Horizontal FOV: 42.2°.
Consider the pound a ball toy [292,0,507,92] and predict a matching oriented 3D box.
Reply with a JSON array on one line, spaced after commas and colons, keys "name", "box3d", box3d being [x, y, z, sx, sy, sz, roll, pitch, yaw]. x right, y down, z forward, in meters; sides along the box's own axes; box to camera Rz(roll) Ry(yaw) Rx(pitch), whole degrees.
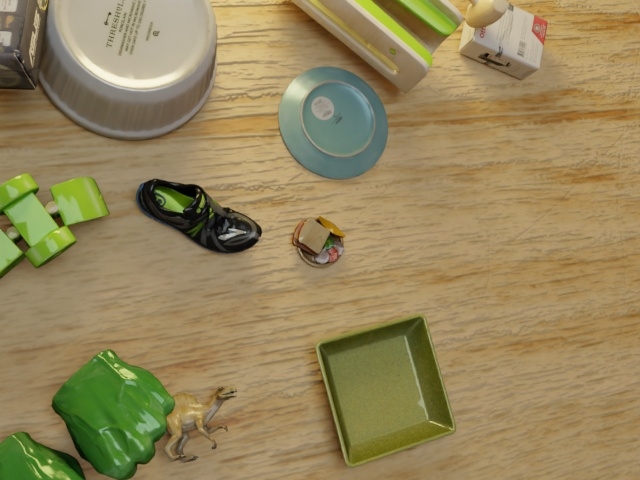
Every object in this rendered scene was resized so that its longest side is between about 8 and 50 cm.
[{"name": "pound a ball toy", "box3d": [0.110, -0.384, 1.327, 0.319, 0.136, 0.208, 37, 69, -9]}]

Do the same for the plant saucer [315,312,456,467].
[{"name": "plant saucer", "box3d": [0.091, 0.222, 1.247, 0.188, 0.045, 0.188, -12, 84, -22]}]

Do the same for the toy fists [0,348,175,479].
[{"name": "toy fists", "box3d": [-0.309, 0.278, 1.053, 0.142, 0.096, 0.279, 40, 69, 17]}]

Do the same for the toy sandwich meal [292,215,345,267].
[{"name": "toy sandwich meal", "box3d": [0.000, 0.000, 1.267, 0.085, 0.029, 0.086, 4, 78, -19]}]

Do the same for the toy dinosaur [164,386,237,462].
[{"name": "toy dinosaur", "box3d": [-0.197, 0.257, 1.142, 0.183, 0.053, 0.093, -15, 67, -10]}]

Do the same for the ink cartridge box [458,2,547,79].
[{"name": "ink cartridge box", "box3d": [0.316, -0.353, 1.438, 0.135, 0.056, 0.099, 19, 73, -16]}]

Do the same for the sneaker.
[{"name": "sneaker", "box3d": [-0.172, -0.035, 1.186, 0.188, 0.078, 0.067, 25, 72, -14]}]

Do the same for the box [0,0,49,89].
[{"name": "box", "box3d": [-0.507, -0.388, 1.068, 0.318, 0.097, 0.395, 3, 71, -3]}]

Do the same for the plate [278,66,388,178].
[{"name": "plate", "box3d": [0.025, -0.190, 1.318, 0.188, 0.024, 0.188, 4, 79, -19]}]

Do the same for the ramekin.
[{"name": "ramekin", "box3d": [-0.269, -0.288, 1.176, 0.272, 0.127, 0.273, 4, 78, -20]}]

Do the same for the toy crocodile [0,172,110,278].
[{"name": "toy crocodile", "box3d": [-0.432, 0.019, 1.078, 0.340, 0.105, 0.115, -37, 94, -18]}]
